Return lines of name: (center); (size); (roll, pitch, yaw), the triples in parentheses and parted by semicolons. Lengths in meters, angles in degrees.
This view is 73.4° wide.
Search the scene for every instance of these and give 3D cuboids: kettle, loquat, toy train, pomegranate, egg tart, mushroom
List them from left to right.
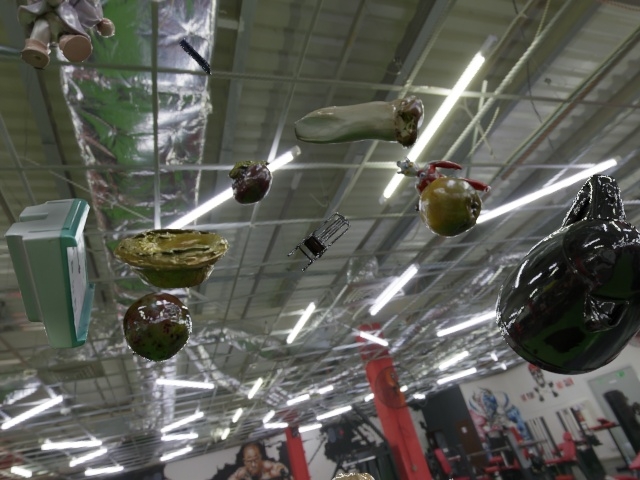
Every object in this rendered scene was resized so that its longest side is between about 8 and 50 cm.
pomegranate: (-0.300, 0.157, 0.777); (0.131, 0.130, 0.130); (-12, -28, -7)
egg tart: (-0.365, 0.040, 1.071); (0.289, 0.288, 0.118); (-5, -72, -21)
toy train: (-0.248, -0.369, 0.867); (0.017, 0.083, 0.017); (-46, 6, -4)
mushroom: (0.064, -0.191, 0.716); (0.210, 0.084, 0.071); (0, 12, 13)
loquat: (0.439, -0.120, 1.527); (0.214, 0.213, 0.246); (8, -1, -38)
kettle: (0.423, 0.059, 0.674); (0.251, 0.207, 0.271); (-38, -30, -15)

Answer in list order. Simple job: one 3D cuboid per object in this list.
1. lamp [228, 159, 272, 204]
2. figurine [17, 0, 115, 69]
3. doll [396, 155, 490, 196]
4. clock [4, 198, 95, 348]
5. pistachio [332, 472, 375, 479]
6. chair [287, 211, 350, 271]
lamp: (-0.243, -0.199, 1.457); (0.156, 0.157, 0.135); (-35, -52, 28)
figurine: (-0.505, -0.453, 0.837); (0.133, 0.275, 0.200); (-17, -25, 20)
doll: (0.469, -0.235, 1.726); (0.099, 0.384, 0.188); (8, -69, -59)
clock: (-0.527, 0.054, 0.858); (0.116, 0.262, 0.230); (-3, -69, -22)
pistachio: (0.089, 0.776, 1.218); (0.158, 0.229, 0.157); (10, -9, 2)
chair: (0.000, 0.000, 1.432); (0.212, 0.084, 0.101); (-42, -1, -32)
